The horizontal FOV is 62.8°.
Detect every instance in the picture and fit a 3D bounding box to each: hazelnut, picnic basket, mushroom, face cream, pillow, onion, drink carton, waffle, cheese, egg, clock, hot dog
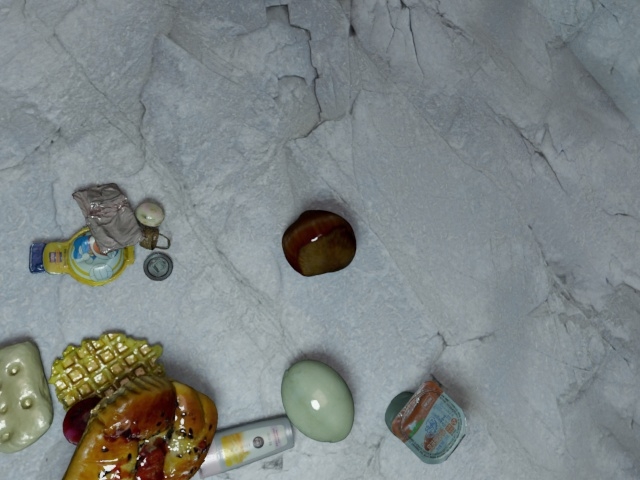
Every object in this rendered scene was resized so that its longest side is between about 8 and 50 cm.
[{"bbox_3d":[0.000,0.000,1.601,0.230,0.229,0.229,4,75,-14],"label":"hazelnut"},{"bbox_3d":[-0.478,-0.001,1.529,0.083,0.072,0.071,15,72,0],"label":"picnic basket"},{"bbox_3d":[-0.503,-0.075,1.544,0.084,0.067,0.083,26,36,-21],"label":"mushroom"},{"bbox_3d":[-0.211,0.566,1.450,0.270,0.073,0.107,-10,71,-16],"label":"face cream"},{"bbox_3d":[-0.598,-0.073,1.485,0.135,0.049,0.248,-18,60,-34],"label":"pillow"},{"bbox_3d":[-0.562,0.450,1.294,0.131,0.131,0.131,4,75,-14],"label":"onion"},{"bbox_3d":[0.287,0.531,1.530,0.191,0.189,0.185,43,68,-1],"label":"drink carton"},{"bbox_3d":[-0.561,0.405,1.405,0.308,0.060,0.311,1,73,-14],"label":"waffle"},{"bbox_3d":[-0.777,0.396,1.326,0.159,0.093,0.262,-19,80,-13],"label":"cheese"},{"bbox_3d":[-0.006,0.451,1.473,0.187,0.186,0.253,-39,88,-21],"label":"egg"},{"bbox_3d":[-0.475,0.078,1.536,0.085,0.017,0.085,4,75,-14],"label":"clock"},{"bbox_3d":[-0.663,0.046,1.466,0.271,0.069,0.176,-3,75,-15],"label":"cheese"},{"bbox_3d":[-0.415,0.511,1.251,0.196,0.367,0.365,11,77,33],"label":"hot dog"}]
